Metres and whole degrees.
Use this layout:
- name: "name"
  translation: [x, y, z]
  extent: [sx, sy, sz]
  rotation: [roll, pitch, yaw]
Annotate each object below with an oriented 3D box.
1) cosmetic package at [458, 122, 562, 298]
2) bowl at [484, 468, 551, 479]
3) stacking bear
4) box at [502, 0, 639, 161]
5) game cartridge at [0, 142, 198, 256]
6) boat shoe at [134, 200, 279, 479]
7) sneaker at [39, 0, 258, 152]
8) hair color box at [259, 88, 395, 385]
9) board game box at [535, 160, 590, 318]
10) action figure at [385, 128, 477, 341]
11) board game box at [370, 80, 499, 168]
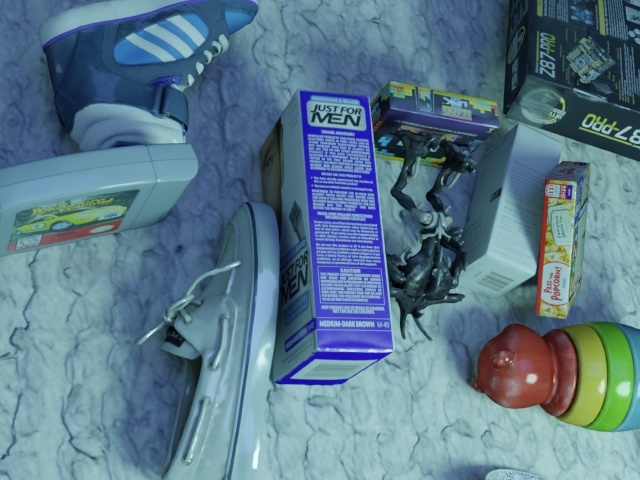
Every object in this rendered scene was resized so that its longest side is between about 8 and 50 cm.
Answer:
- name: "cosmetic package"
  translation: [0.272, -0.043, 1.358]
  extent: [0.085, 0.117, 0.231]
  rotation: [22, 62, -11]
- name: "bowl"
  translation: [0.280, 0.372, 1.199]
  extent: [0.170, 0.170, 0.080]
  rotation: [14, 101, -16]
- name: "stacking bear"
  translation: [0.358, 0.181, 1.290]
  extent: [0.289, 0.175, 0.164]
  rotation: [4, 61, -10]
- name: "box"
  translation: [0.456, -0.297, 1.461]
  extent: [0.318, 0.097, 0.395]
  rotation: [18, 47, -7]
- name: "game cartridge"
  translation: [-0.297, -0.045, 1.087]
  extent: [0.294, 0.196, 0.060]
  rotation: [-13, 75, -25]
- name: "boat shoe"
  translation: [-0.144, 0.119, 1.132]
  extent: [0.156, 0.136, 0.367]
  rotation: [10, 76, -15]
- name: "sneaker"
  translation: [-0.195, -0.205, 1.242]
  extent: [0.322, 0.130, 0.236]
  rotation: [-19, 88, -31]
- name: "hair color box"
  translation: [0.000, 0.000, 1.193]
  extent: [0.110, 0.185, 0.339]
  rotation: [4, 68, -19]
- name: "board game box"
  translation: [0.345, -0.005, 1.315]
  extent: [0.147, 0.045, 0.193]
  rotation: [-31, 124, -63]
- name: "action figure"
  translation: [0.131, -0.007, 1.281]
  extent: [0.164, 0.141, 0.276]
  rotation: [8, 93, -27]
- name: "board game box"
  translation: [0.148, -0.162, 1.341]
  extent: [0.170, 0.141, 0.048]
  rotation: [7, 67, -18]
